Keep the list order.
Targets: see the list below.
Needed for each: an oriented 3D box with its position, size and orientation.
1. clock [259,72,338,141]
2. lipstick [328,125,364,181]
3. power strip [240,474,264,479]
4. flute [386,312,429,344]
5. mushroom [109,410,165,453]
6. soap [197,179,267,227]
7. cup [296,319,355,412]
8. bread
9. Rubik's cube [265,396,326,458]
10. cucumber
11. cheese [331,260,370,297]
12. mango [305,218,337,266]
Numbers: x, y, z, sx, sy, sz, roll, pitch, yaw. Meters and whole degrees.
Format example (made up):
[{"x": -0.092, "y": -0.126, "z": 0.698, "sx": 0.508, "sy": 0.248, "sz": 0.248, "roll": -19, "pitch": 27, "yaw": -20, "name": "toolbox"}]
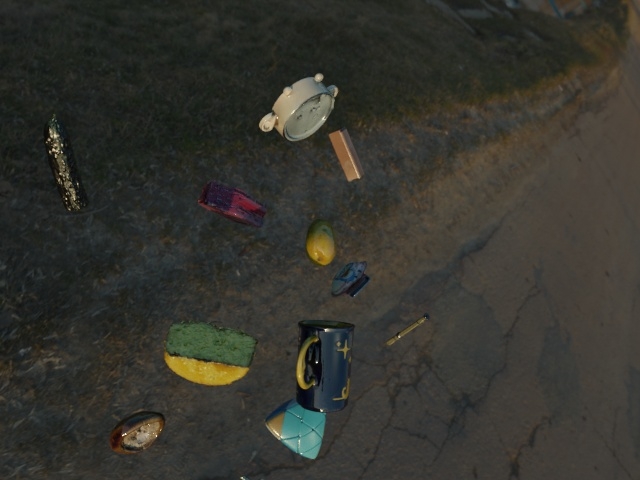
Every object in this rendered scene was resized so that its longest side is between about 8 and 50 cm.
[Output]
[{"x": -0.039, "y": -0.305, "z": 1.097, "sx": 0.229, "sy": 0.155, "sz": 0.063, "roll": -33, "pitch": 76, "yaw": -27, "name": "clock"}, {"x": 0.074, "y": -0.243, "z": 1.312, "sx": 0.145, "sy": 0.045, "sz": 0.045, "roll": 65, "pitch": 32, "yaw": -18, "name": "lipstick"}, {"x": -0.079, "y": 0.495, "z": 0.851, "sx": 0.191, "sy": 0.047, "sz": 0.030, "roll": 47, "pitch": 30, "yaw": -6, "name": "power strip"}, {"x": 0.314, "y": 0.327, "z": 1.699, "sx": 0.027, "sy": 0.233, "sz": 0.027, "roll": 20, "pitch": 46, "yaw": -22, "name": "flute"}, {"x": -0.406, "y": 0.423, "z": 1.040, "sx": 0.123, "sy": 0.123, "sz": 0.052, "roll": -6, "pitch": 40, "yaw": -45, "name": "mushroom"}, {"x": -0.330, "y": -0.136, "z": 1.702, "sx": 0.250, "sy": 0.162, "sz": 0.099, "roll": 32, "pitch": 75, "yaw": -56, "name": "soap"}, {"x": -0.020, "y": 0.381, "z": 1.422, "sx": 0.255, "sy": 0.178, "sz": 0.256, "roll": 7, "pitch": 86, "yaw": -39, "name": "cup"}, {"x": -0.321, "y": 0.335, "z": 1.355, "sx": 0.261, "sy": 0.147, "sz": 0.160, "roll": 10, "pitch": 33, "yaw": -11, "name": "bread"}, {"x": -0.085, "y": 0.651, "z": 1.729, "sx": 0.254, "sy": 0.254, "sz": 0.254, "roll": 23, "pitch": 52, "yaw": -33, "name": "Rubik's cube"}, {"x": -0.713, "y": -0.211, "z": 1.300, "sx": 0.072, "sy": 0.300, "sz": 0.072, "roll": 3, "pitch": 39, "yaw": -2, "name": "cucumber"}, {"x": 0.115, "y": 0.149, "z": 1.724, "sx": 0.074, "sy": 0.286, "sz": 0.189, "roll": 44, "pitch": 88, "yaw": -12, "name": "cheese"}, {"x": 0.000, "y": 0.000, "z": 1.352, "sx": 0.194, "sy": 0.092, "sz": 0.130, "roll": -98, "pitch": -178, "yaw": -56, "name": "mango"}]
